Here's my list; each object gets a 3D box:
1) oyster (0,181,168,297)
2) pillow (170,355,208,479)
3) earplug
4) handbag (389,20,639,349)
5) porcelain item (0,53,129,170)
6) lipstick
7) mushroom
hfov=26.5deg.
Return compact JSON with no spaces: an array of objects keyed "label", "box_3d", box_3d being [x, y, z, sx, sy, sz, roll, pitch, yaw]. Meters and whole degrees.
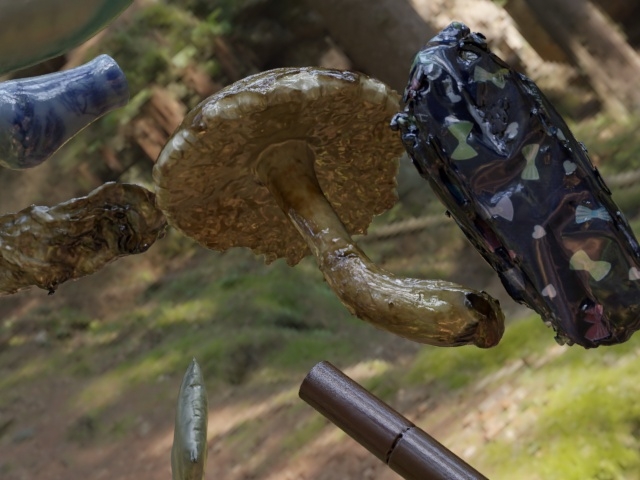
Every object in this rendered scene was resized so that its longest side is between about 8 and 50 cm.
[{"label":"oyster","box_3d":[-0.349,0.023,1.741,0.396,0.111,0.204,-19,-8,13]},{"label":"pillow","box_3d":[-0.165,0.263,1.723,0.050,0.148,0.230,-2,-34,-7]},{"label":"earplug","box_3d":[-0.326,-0.241,1.347,0.324,0.185,0.185,-24,-10,-31]},{"label":"handbag","box_3d":[0.147,-0.035,0.989,0.113,0.260,0.162,-36,4,12]},{"label":"porcelain item","box_3d":[-0.417,-0.193,2.043,0.259,0.141,0.141,-31,-6,-28]},{"label":"lipstick","box_3d":[0.126,0.249,1.457,0.057,0.356,0.057,-42,-27,-28]},{"label":"mushroom","box_3d":[-0.006,-0.034,1.121,0.233,0.208,0.302,-13,21,-16]}]
